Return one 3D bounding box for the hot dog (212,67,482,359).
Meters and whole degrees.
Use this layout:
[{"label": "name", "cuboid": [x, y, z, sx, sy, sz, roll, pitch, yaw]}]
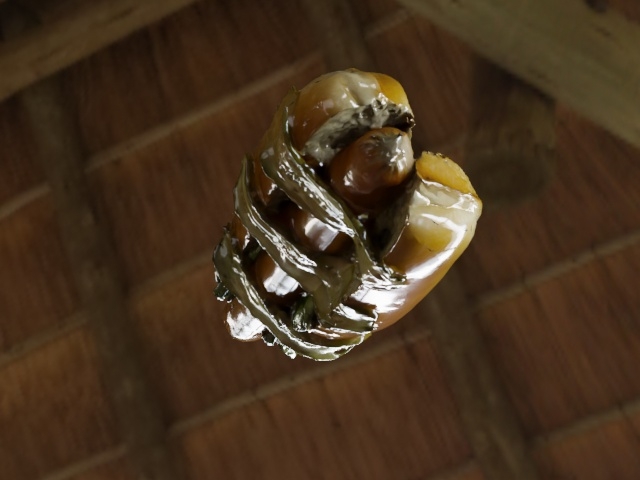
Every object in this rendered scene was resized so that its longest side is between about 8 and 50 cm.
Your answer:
[{"label": "hot dog", "cuboid": [0.000, 0.000, 0.724, 0.109, 0.072, 0.269, 53, -25, 6]}]
